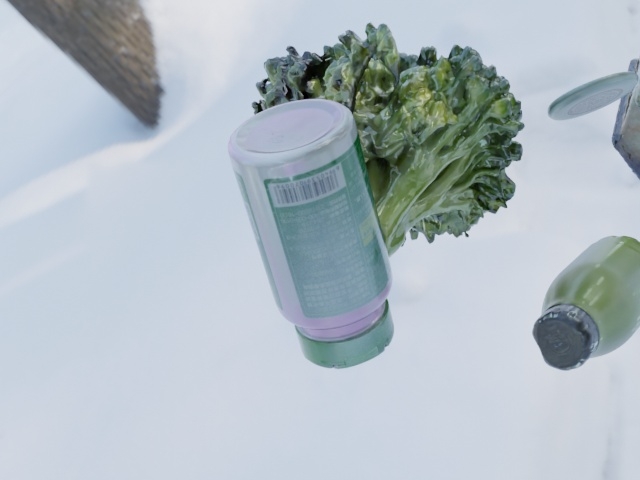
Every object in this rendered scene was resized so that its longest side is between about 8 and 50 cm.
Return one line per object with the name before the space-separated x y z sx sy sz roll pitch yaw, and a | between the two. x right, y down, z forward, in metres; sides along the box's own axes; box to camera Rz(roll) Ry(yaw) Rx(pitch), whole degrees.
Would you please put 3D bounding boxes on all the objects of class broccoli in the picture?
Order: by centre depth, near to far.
broccoli | 0.080 -0.121 1.349 0.334 0.324 0.272 14 28 7

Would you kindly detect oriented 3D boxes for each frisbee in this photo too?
frisbee | 0.315 -0.166 1.284 0.110 0.014 0.110 -18 -11 -4

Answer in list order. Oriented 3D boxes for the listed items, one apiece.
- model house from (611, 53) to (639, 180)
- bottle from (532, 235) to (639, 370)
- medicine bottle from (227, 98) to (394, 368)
model house | 0.630 -0.207 1.745 0.312 0.280 0.245 13 57 7
bottle | 0.323 0.077 1.312 0.112 0.112 0.260 -22 3 35
medicine bottle | 0.000 0.000 1.163 0.134 0.274 0.133 -11 30 7
